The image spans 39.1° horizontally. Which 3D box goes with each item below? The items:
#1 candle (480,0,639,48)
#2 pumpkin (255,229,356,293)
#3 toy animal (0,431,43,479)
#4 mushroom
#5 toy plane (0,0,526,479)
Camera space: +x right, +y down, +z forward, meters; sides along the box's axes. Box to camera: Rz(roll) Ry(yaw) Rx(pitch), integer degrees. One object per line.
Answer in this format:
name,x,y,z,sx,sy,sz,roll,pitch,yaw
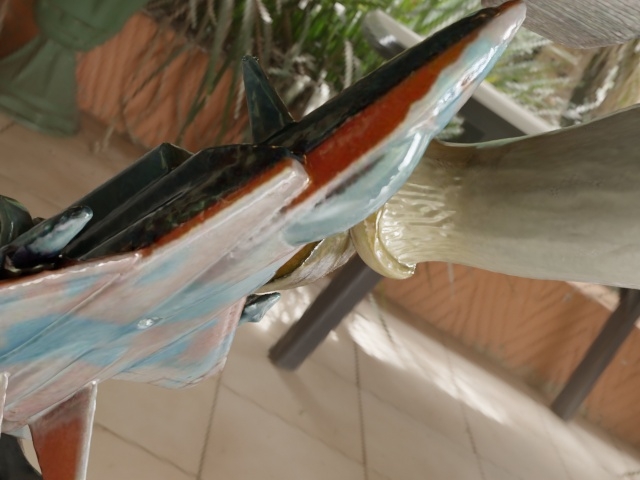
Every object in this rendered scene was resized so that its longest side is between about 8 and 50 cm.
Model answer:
candle,0.152,-0.170,0.459,0.068,0.168,0.192,24,46,-10
pumpkin,0.000,0.000,0.938,0.130,0.254,0.149,43,15,-43
toy animal,-0.198,0.117,0.460,0.084,0.148,0.233,26,33,-57
mushroom,0.177,-0.029,0.553,0.328,0.122,0.159,2,19,27
toy plane,-0.060,0.001,0.372,0.223,0.326,0.104,21,30,-58
